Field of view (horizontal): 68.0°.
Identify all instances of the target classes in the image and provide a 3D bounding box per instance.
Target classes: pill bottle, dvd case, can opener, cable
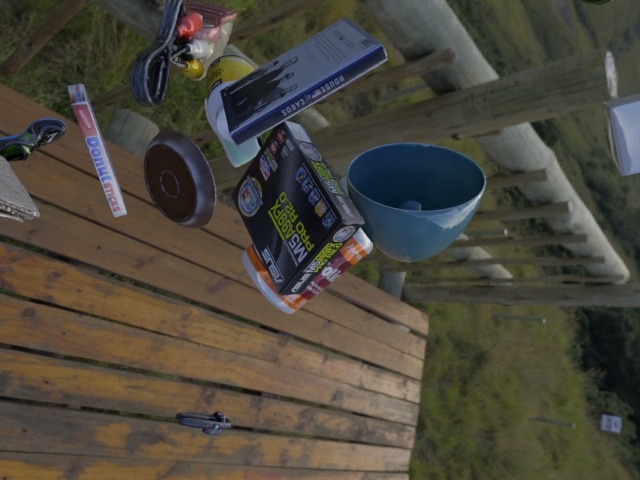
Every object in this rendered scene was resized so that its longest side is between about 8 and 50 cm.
[{"bbox_3d":[0.000,0.000,1.298,0.392,0.224,0.224,-39,126,5],"label":"pill bottle"},{"bbox_3d":[-0.160,-0.263,0.884,0.103,0.103,0.184,41,23,-40],"label":"pill bottle"},{"bbox_3d":[-0.037,-0.245,0.711,0.029,0.239,0.179,58,7,-38],"label":"dvd case"},{"bbox_3d":[-0.335,0.526,1.372,0.186,0.059,0.073,35,73,-47],"label":"can opener"},{"bbox_3d":[-0.225,-0.302,0.743,0.287,0.072,0.139,-96,-170,-58],"label":"cable"}]

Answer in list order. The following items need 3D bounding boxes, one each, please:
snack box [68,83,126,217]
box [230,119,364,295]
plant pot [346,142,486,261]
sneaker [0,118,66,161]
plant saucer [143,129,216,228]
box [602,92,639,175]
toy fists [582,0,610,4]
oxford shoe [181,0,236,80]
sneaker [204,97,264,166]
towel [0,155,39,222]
[{"bbox_3d":[-0.309,-0.121,0.665,0.022,0.064,0.178,-17,133,-18],"label":"snack box"},{"bbox_3d":[-0.058,-0.064,0.918,0.060,0.216,0.270,3,48,-45],"label":"box"},{"bbox_3d":[0.202,-0.067,1.066,0.290,0.290,0.195,-46,146,-42],"label":"plant pot"},{"bbox_3d":[-0.700,-0.230,1.141,0.188,0.078,0.067,-32,148,-19],"label":"sneaker"},{"bbox_3d":[-0.440,-0.175,1.435,0.050,0.311,0.310,-30,109,-48],"label":"plant saucer"},{"bbox_3d":[0.470,-0.156,0.610,0.130,0.171,0.091,-35,110,-58],"label":"box"},{"bbox_3d":[0.308,-0.411,0.543,0.279,0.096,0.142,25,105,-28],"label":"toy fists"},{"bbox_3d":[-0.313,-0.541,1.263,0.397,0.141,0.146,-87,-170,-56],"label":"oxford shoe"},{"bbox_3d":[-0.292,-0.402,1.665,0.255,0.151,0.094,63,17,-14],"label":"sneaker"},{"bbox_3d":[-0.649,-0.134,0.853,0.049,0.187,0.282,-41,162,-3],"label":"towel"}]
